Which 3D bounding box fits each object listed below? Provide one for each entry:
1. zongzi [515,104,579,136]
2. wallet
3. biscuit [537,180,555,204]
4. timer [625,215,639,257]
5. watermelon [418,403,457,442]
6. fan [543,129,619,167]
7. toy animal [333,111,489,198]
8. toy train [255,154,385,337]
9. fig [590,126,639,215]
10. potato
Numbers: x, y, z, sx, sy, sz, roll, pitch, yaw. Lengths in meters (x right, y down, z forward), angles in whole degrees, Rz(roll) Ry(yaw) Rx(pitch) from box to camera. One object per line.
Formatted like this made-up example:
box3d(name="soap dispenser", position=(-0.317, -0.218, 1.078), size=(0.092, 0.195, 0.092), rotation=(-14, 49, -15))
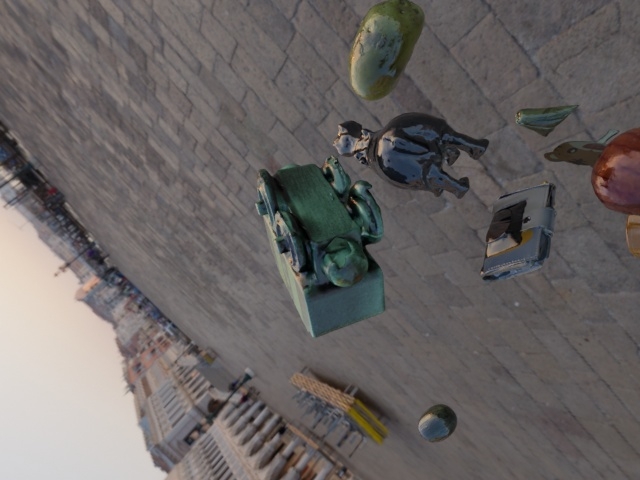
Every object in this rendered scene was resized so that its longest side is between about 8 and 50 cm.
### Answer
box3d(name="zongzi", position=(0.550, -0.312, 1.168), size=(0.103, 0.052, 0.113), rotation=(14, 153, -16))
box3d(name="wallet", position=(0.435, -0.024, 1.057), size=(0.069, 0.231, 0.170), rotation=(32, 151, -20))
box3d(name="biscuit", position=(0.696, -0.140, 1.473), size=(0.083, 0.018, 0.082), rotation=(23, -130, -79))
box3d(name="timer", position=(0.720, -0.023, 0.950), size=(0.132, 0.132, 0.152), rotation=(53, 157, -25))
box3d(name="watermelon", position=(0.269, 0.425, 1.104), size=(0.078, 0.078, 0.111), rotation=(39, 131, 12))
box3d(name="fan", position=(0.625, -0.213, 1.088), size=(0.152, 0.226, 0.008), rotation=(24, 134, 41))
box3d(name="toy animal", position=(0.132, -0.139, 0.783), size=(0.168, 0.106, 0.343), rotation=(20, -173, -16))
box3d(name="toy train", position=(0.000, 0.000, 0.778), size=(0.299, 0.166, 0.238), rotation=(-121, 18, -52))
box3d(name="fig", position=(0.448, -0.091, 0.631), size=(0.150, 0.128, 0.128), rotation=(9, 141, 50))
box3d(name="potato", position=(0.164, -0.480, 1.247), size=(0.160, 0.111, 0.272), rotation=(16, 132, -14))
